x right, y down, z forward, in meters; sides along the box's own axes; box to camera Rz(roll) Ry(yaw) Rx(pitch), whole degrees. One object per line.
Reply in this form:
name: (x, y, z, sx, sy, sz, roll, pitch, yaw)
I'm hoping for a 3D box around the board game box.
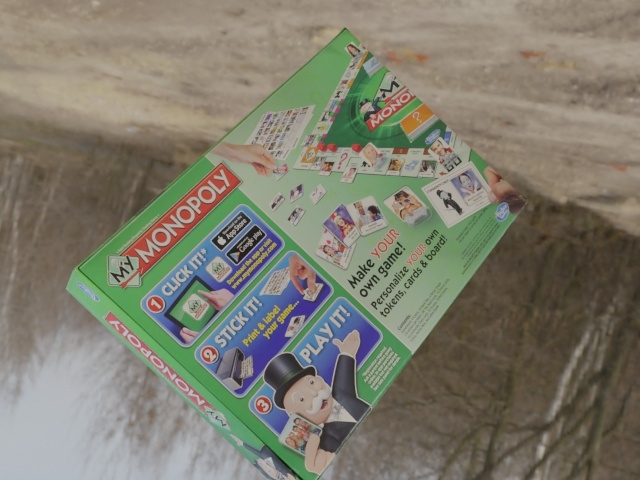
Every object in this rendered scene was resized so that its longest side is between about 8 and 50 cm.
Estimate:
board game box: (0.000, 0.000, 0.701, 0.213, 0.317, 0.046, 43, 147, 0)
